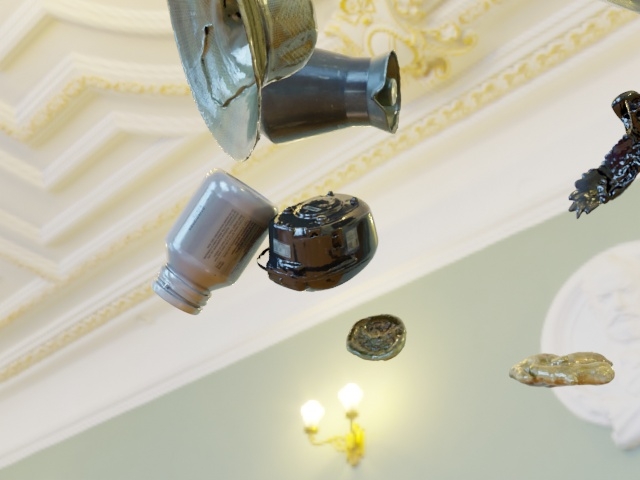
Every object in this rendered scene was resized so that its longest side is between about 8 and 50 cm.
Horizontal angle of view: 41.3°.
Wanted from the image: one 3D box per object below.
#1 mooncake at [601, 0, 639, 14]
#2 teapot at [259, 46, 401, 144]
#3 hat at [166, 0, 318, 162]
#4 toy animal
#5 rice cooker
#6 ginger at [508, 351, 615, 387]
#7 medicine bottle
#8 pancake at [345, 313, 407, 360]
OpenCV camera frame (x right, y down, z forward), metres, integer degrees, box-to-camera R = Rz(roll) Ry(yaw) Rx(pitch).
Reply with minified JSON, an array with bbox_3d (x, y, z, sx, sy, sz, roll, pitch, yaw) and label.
[{"bbox_3d":[0.506,-0.470,1.062,0.246,0.393,0.394,33,-32,23],"label":"mooncake"},{"bbox_3d":[0.015,-0.238,1.373,0.225,0.171,0.203,3,7,16],"label":"teapot"},{"bbox_3d":[-0.062,-0.210,0.812,0.110,0.252,0.252,-18,-31,-20],"label":"hat"},{"bbox_3d":[0.334,-0.099,0.850,0.220,0.062,0.108,-31,-78,-2],"label":"toy animal"},{"bbox_3d":[-0.001,0.001,1.297,0.142,0.203,0.118,15,-58,38],"label":"rice cooker"},{"bbox_3d":[0.337,0.178,1.176,0.176,0.053,0.193,3,-11,-14],"label":"ginger"},{"bbox_3d":[-0.173,0.006,1.341,0.135,0.135,0.215,31,-86,-33],"label":"medicine bottle"},{"bbox_3d":[0.090,0.158,1.384,0.108,0.108,0.017,-7,-52,13],"label":"pancake"}]
